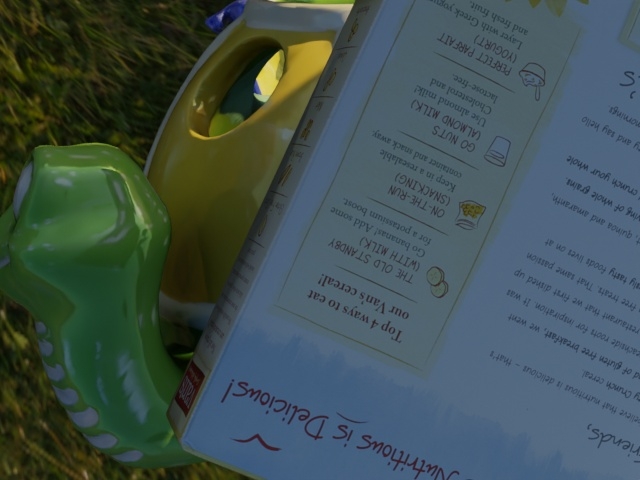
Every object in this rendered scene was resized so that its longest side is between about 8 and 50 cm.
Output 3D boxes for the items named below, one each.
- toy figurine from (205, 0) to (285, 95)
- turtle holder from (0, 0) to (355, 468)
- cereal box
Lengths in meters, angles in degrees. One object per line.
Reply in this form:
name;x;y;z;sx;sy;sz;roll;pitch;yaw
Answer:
toy figurine;-0.035;-0.198;1.364;0.217;0.191;0.363;-26;101;-35
turtle holder;0.000;-0.005;0.635;0.320;0.243;0.228;-4;105;-15
cereal box;0.076;-0.013;0.427;0.173;0.047;0.240;26;91;-15
